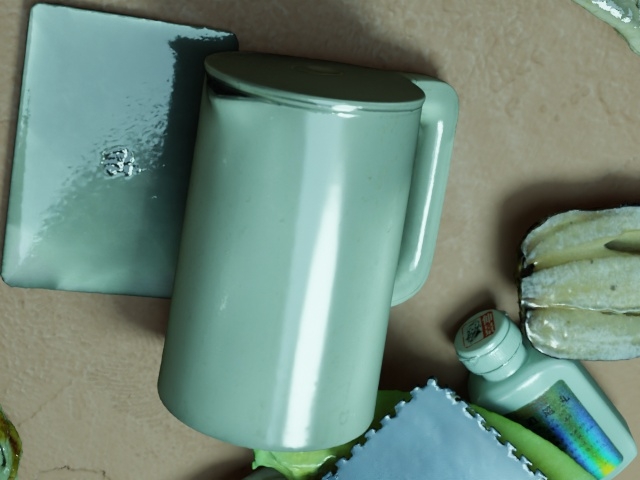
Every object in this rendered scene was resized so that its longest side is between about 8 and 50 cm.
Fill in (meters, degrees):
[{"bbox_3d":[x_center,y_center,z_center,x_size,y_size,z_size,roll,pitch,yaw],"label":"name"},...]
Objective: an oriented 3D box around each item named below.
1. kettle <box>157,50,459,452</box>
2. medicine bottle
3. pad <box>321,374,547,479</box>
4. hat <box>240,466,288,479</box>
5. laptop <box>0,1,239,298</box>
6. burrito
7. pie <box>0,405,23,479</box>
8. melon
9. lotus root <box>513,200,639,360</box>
[{"bbox_3d":[0.000,0.005,1.072,0.264,0.205,0.318,4,107,-13],"label":"kettle"},{"bbox_3d":[0.227,0.170,1.253,0.121,0.083,0.229,-33,117,16],"label":"medicine bottle"},{"bbox_3d":[0.110,0.303,1.152,0.269,0.012,0.269,45,101,-6],"label":"pad"},{"bbox_3d":[-0.028,0.366,1.229,0.226,0.164,0.220,28,105,13],"label":"hat"},{"bbox_3d":[-0.186,-0.074,1.094,0.187,0.015,0.269,6,109,-16],"label":"laptop"},{"bbox_3d":[0.255,-0.250,1.108,0.226,0.060,0.087,35,94,-22],"label":"burrito"},{"bbox_3d":[-0.419,0.223,1.119,0.274,0.105,0.257,20,91,-23],"label":"pie"},{"bbox_3d":[0.093,0.233,1.211,0.323,0.124,0.196,26,133,-7],"label":"melon"},{"bbox_3d":[0.339,0.037,1.235,0.329,0.078,0.167,2,96,-19],"label":"lotus root"}]
